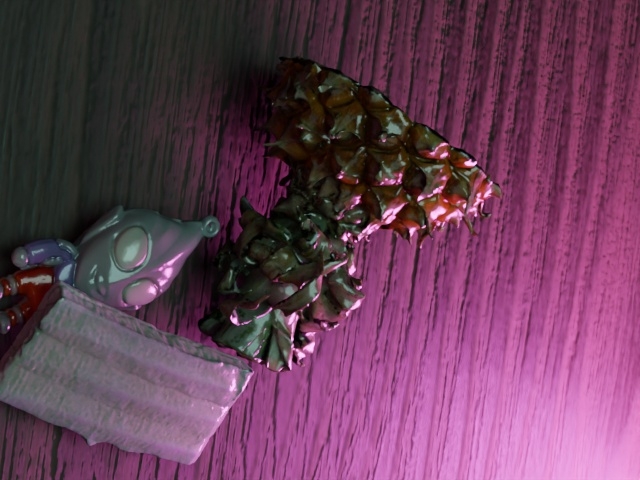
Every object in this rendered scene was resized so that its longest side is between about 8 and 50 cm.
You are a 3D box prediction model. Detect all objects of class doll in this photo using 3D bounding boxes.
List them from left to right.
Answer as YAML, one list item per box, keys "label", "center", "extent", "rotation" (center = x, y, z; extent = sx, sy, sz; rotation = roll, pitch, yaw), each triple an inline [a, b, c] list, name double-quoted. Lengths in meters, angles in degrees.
- label: "doll"
  center: [-0.188, 0.021, 1.481]
  extent: [0.227, 0.075, 0.102]
  rotation: [-19, 121, -28]

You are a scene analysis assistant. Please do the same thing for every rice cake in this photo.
- label: "rice cake"
  center: [-0.174, 0.126, 1.483]
  extent: [0.237, 0.043, 0.127]
  rotation: [24, 110, -37]

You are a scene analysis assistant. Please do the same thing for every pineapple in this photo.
- label: "pineapple"
  center: [0.000, 0.000, 1.574]
  extent: [0.262, 0.262, 0.272]
  rotation: [33, 87, -36]
